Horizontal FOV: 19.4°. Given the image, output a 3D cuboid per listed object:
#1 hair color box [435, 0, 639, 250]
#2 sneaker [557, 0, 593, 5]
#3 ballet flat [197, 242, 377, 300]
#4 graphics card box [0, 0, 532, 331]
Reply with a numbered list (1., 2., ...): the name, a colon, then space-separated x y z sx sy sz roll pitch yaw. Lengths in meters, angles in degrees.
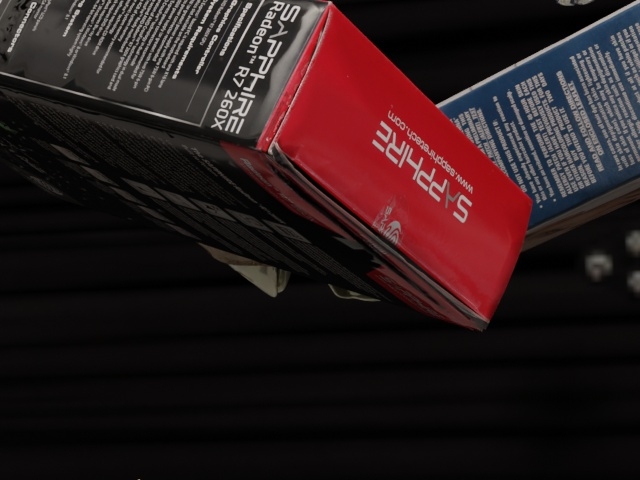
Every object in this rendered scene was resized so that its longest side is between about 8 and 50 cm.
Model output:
1. hair color box: 0.200 -0.083 1.220 0.174 0.347 0.105 -12 78 -58
2. sneaker: 0.187 -0.179 1.223 0.135 0.058 0.052 39 70 -79
3. ballet flat: 0.000 0.000 1.784 0.116 0.342 0.124 -72 163 -49
4. graphics card box: -0.086 -0.071 1.075 0.233 0.371 0.094 37 73 -48
